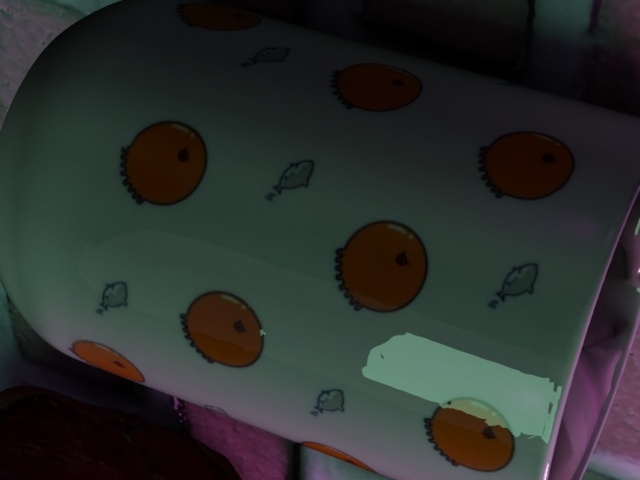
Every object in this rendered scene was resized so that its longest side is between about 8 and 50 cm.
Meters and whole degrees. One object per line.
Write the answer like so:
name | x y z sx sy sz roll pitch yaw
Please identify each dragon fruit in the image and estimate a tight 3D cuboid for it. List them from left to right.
dragon fruit | -0.177 0.264 1.343 0.329 0.329 0.329 17 142 14

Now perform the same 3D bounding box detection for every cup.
cup | 0.000 0.000 0.980 0.317 0.212 0.212 17 142 15
